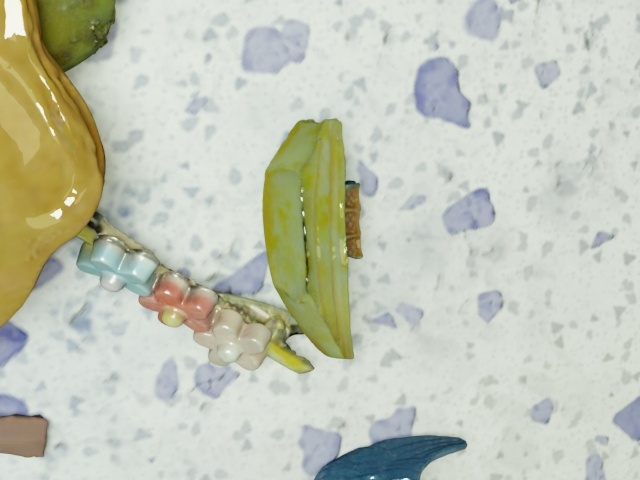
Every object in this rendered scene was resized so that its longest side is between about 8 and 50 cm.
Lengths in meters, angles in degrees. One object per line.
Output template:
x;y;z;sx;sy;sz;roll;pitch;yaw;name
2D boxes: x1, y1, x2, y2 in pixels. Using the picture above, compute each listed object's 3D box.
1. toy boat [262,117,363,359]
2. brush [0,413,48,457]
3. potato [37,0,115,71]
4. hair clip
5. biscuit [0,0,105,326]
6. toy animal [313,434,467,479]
0.000;0.000;0.711;0.066;0.065;0.172;-6;95;-39;toy boat
-0.314;0.115;0.612;0.301;0.071;0.084;10;94;-30;brush
-0.168;-0.189;0.590;0.105;0.085;0.188;-9;110;-15;potato
-0.088;0.045;0.694;0.214;0.062;0.056;27;60;-30;hair clip
-0.297;-0.081;0.538;0.312;0.057;0.351;-19;109;-4;biscuit
0.042;0.256;0.742;0.255;0.239;0.176;-15;147;22;toy animal
